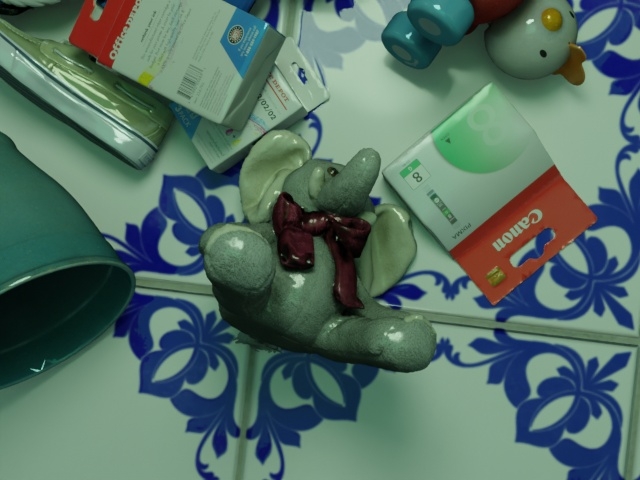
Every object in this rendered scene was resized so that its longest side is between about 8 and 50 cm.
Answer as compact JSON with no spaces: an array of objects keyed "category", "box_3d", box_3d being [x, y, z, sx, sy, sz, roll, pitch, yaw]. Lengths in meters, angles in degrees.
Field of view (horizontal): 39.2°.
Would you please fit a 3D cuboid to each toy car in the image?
[{"category":"toy car","box_3d":[0.239,-0.274,1.078,0.238,0.210,0.219,36,81,-8]}]

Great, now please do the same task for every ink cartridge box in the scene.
[{"category":"ink cartridge box","box_3d":[0.216,-0.058,1.139,0.181,0.056,0.225,-40,84,4]},{"category":"ink cartridge box","box_3d":[-0.177,-0.245,1.102,0.231,0.078,0.134,29,98,13]},{"category":"ink cartridge box","box_3d":[-0.090,-0.181,1.163,0.181,0.061,0.104,-34,85,4]}]

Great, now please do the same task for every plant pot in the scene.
[{"category":"plant pot","box_3d":[-0.409,0.012,1.104,0.271,0.271,0.255,-37,71,4]}]

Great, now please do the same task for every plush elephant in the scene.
[{"category":"plush elephant","box_3d":[0.000,0.000,1.065,0.271,0.330,0.256,26,72,-12]}]

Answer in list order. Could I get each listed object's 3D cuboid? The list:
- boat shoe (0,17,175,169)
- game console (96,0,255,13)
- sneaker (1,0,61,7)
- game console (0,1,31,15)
[{"category":"boat shoe","box_3d":[-0.330,-0.211,1.177,0.302,0.109,0.094,36,79,-5]},{"category":"game console","box_3d":[-0.174,-0.408,1.193,0.293,0.173,0.250,40,62,4]},{"category":"sneaker","box_3d":[-0.419,-0.387,1.142,0.281,0.115,0.105,22,60,13]},{"category":"game console","box_3d":[-0.441,-0.352,1.197,0.122,0.107,0.071,9,118,6]}]
